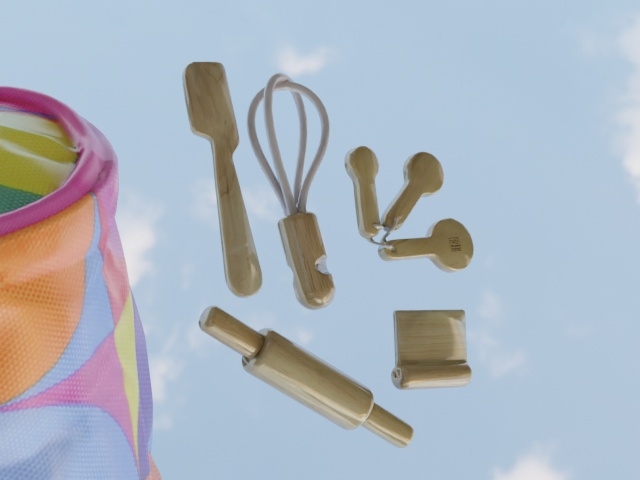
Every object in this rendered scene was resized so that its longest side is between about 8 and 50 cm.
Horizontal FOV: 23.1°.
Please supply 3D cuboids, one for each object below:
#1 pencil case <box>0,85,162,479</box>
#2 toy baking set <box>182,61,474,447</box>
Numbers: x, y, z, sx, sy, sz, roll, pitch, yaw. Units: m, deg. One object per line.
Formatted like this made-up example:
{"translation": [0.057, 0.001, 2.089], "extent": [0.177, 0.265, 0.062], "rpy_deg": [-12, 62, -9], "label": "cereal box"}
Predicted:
{"translation": [-0.084, 0.084, 0.375], "extent": [0.104, 0.236, 0.104], "rpy_deg": [-2, -155, 1], "label": "pencil case"}
{"translation": [-0.001, 0.007, 0.964], "extent": [0.256, 0.030, 0.197], "rpy_deg": [29, -120, -29], "label": "toy baking set"}
